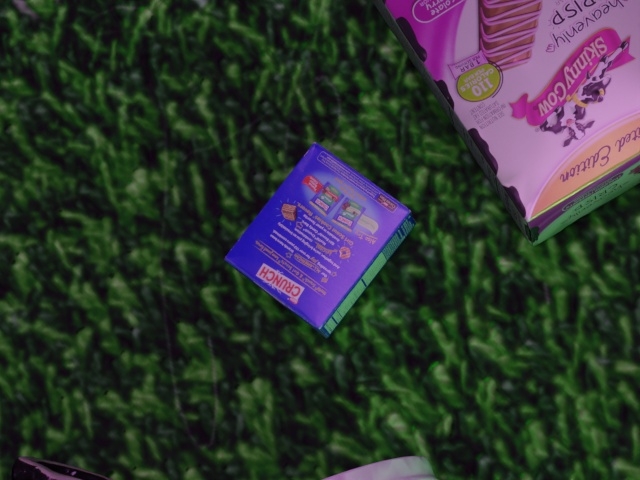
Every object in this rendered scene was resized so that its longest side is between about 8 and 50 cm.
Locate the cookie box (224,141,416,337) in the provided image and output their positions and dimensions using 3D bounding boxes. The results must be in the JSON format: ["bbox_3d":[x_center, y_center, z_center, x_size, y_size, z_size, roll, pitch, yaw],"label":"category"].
[{"bbox_3d":[0.000,0.000,1.257,0.092,0.040,0.107,37,85,18],"label":"cookie box"}]

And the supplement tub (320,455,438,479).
[{"bbox_3d":[0.046,0.253,1.125,0.144,0.144,0.200,-21,72,5],"label":"supplement tub"}]

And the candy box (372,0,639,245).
[{"bbox_3d":[0.154,-0.137,1.246,0.159,0.071,0.233,-32,72,1],"label":"candy box"}]

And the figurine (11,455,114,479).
[{"bbox_3d":[-0.153,0.274,1.160,0.215,0.092,0.209,16,86,47],"label":"figurine"}]
